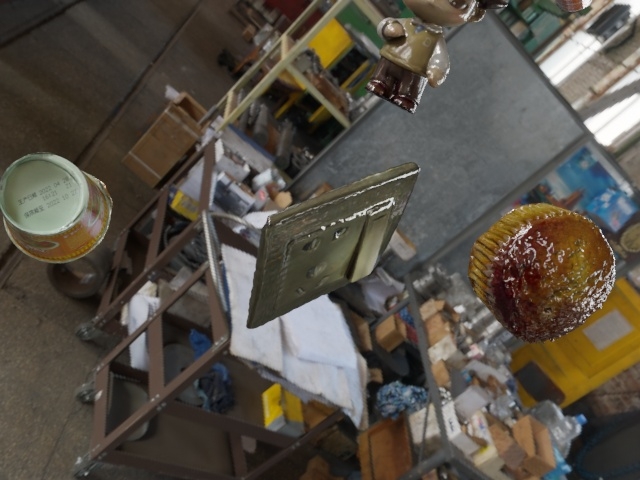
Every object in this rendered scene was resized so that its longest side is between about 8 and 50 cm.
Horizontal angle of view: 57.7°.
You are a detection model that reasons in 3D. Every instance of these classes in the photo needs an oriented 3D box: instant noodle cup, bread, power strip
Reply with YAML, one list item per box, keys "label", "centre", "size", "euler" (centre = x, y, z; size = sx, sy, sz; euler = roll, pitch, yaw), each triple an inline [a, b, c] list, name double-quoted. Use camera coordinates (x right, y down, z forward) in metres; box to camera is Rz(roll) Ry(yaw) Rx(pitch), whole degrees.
- label: "instant noodle cup"
  centre: [-0.400, -0.054, 0.868]
  size: [0.168, 0.168, 0.185]
  euler: [45, -17, -10]
- label: "bread"
  centre: [0.136, 0.022, 0.355]
  size: [0.085, 0.085, 0.053]
  euler: [42, 9, -17]
- label: "power strip"
  centre: [0.001, -0.002, 0.847]
  size: [0.251, 0.257, 0.092]
  euler: [-17, 56, -26]

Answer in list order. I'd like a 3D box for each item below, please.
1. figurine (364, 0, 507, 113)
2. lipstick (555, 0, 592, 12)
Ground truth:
- label: "figurine"
  centre: [0.201, -0.437, 1.086]
  size: [0.218, 0.365, 0.206]
  euler: [32, 2, 28]
- label: "lipstick"
  centre: [0.223, -0.237, 0.516]
  size: [0.038, 0.038, 0.130]
  euler: [53, 25, 11]
